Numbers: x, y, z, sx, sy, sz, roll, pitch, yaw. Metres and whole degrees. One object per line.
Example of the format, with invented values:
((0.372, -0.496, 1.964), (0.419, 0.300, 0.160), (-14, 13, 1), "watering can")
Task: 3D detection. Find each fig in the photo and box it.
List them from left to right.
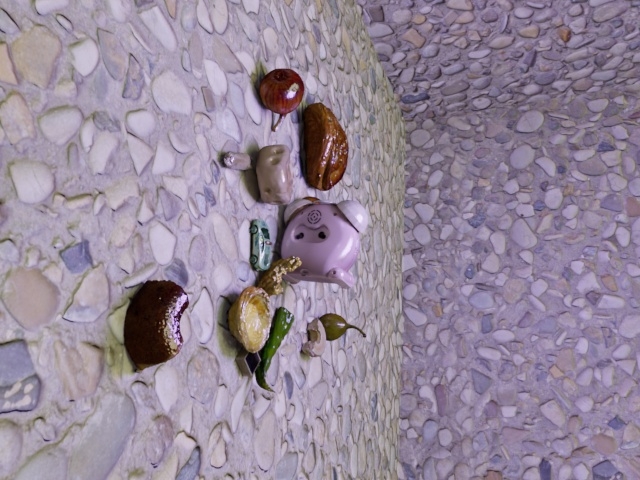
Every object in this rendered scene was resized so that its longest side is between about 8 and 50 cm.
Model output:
((-0.143, -0.540, 1.995), (0.207, 0.174, 0.175), (79, 18, -55), "fig")
((0.093, 0.374, 2.250), (0.124, 0.236, 0.125), (-2, 92, -58), "fig")

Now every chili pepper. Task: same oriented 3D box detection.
((-0.162, 0.377, 1.839), (0.085, 0.076, 0.359), (51, 31, -24), "chili pepper")

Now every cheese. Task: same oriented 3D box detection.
((-0.162, -0.228, 1.876), (0.235, 0.117, 0.218), (-83, 171, -70), "cheese")

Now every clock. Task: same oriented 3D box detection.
((0.000, 0.000, 1.993), (0.184, 0.341, 0.326), (51, 48, -62), "clock")

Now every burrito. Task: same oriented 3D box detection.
((-0.270, -0.264, 1.749), (0.188, 0.044, 0.058), (-10, 94, -68), "burrito")

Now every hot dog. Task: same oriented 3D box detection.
((0.022, -0.413, 2.325), (0.267, 0.174, 0.388), (11, 75, -69), "hot dog")

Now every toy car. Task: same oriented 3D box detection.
((-0.203, 0.013, 1.839), (0.093, 0.058, 0.186), (17, 70, -64), "toy car")

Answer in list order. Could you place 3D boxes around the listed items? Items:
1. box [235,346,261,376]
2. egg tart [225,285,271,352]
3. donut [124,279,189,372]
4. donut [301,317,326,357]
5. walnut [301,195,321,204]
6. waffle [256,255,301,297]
((-0.233, 0.385, 1.713), (0.083, 0.035, 0.080), (-61, 140, -53), "box")
((-0.228, 0.250, 1.684), (0.212, 0.090, 0.213), (-5, 90, -65), "egg tart")
((-0.392, 0.202, 1.264), (0.144, 0.126, 0.187), (61, 32, -32), "donut")
((-0.025, 0.413, 2.175), (0.108, 0.065, 0.166), (58, 32, -40), "donut")
((-0.029, -0.129, 2.223), (0.207, 0.115, 0.116), (19, 68, -73), "walnut")
((-0.152, 0.125, 1.827), (0.051, 0.148, 0.194), (55, 33, -21), "waffle")
